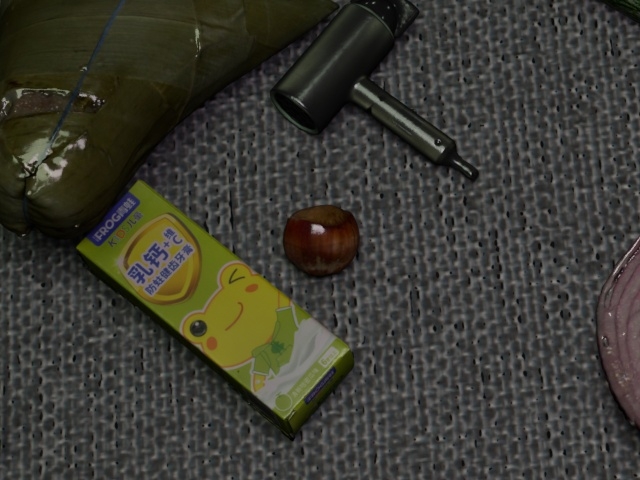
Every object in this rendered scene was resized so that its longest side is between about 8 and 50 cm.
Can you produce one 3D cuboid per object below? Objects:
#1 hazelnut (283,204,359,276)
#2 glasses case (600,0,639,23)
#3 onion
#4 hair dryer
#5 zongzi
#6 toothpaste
[{"bbox_3d":[0.000,0.000,2.011,0.086,0.086,0.086,-2,69,5],"label":"hazelnut"},{"bbox_3d":[0.293,-0.335,2.095,0.272,0.095,0.062,33,77,17],"label":"glasses case"},{"bbox_3d":[0.419,0.079,1.911,0.250,0.111,0.247,-40,37,22],"label":"onion"},{"bbox_3d":[0.096,-0.165,2.074,0.248,0.078,0.195,39,77,8],"label":"hair dryer"},{"bbox_3d":[-0.181,-0.156,2.015,0.393,0.174,0.356,3,52,1],"label":"zongzi"},{"bbox_3d":[-0.116,0.074,1.992,0.327,0.077,0.110,38,78,17],"label":"toothpaste"}]
